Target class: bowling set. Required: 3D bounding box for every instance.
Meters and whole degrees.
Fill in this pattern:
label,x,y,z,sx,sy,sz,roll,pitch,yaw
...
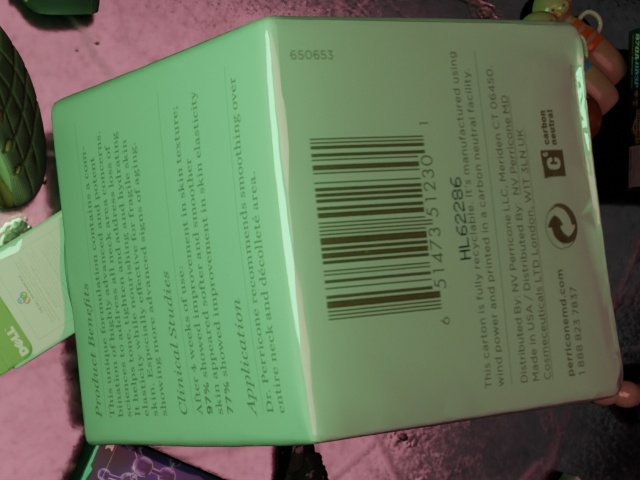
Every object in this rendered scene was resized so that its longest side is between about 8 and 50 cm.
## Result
label,x,y,z,sx,sy,sz,roll,pitch,yaw
bowling set,0.209,-0.162,1.609,0.287,0.200,0.154,-45,95,-15

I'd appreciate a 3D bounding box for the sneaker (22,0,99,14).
label,x,y,z,sx,sy,sz,roll,pitch,yaw
sneaker,-0.315,-0.291,1.553,0.222,0.083,0.118,14,114,5

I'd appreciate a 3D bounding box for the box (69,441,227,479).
label,x,y,z,sx,sy,sz,roll,pitch,yaw
box,-0.186,0.334,1.538,0.184,0.103,0.261,24,82,-8

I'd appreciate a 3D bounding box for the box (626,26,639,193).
label,x,y,z,sx,sy,sz,roll,pitch,yaw
box,0.428,-0.131,1.700,0.220,0.051,0.175,4,86,-27

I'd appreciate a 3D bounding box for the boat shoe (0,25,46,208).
label,x,y,z,sx,sy,sz,roll,pitch,yaw
boat shoe,-0.372,-0.174,1.528,0.116,0.123,0.324,-21,102,20

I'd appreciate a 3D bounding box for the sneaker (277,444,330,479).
label,x,y,z,sx,sy,sz,roll,pitch,yaw
sneaker,0.000,0.262,1.610,0.089,0.051,0.170,9,90,-12

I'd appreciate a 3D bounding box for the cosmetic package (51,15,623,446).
label,x,y,z,sx,sy,sz,roll,pitch,yaw
cosmetic package,0.000,0.000,1.404,0.327,0.393,0.330,-5,88,-34

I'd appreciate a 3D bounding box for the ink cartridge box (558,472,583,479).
label,x,y,z,sx,sy,sz,roll,pitch,yaw
ink cartridge box,0.236,0.354,1.657,0.097,0.046,0.207,40,80,-6

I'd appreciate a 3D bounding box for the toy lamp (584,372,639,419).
label,x,y,z,sx,sy,sz,roll,pitch,yaw
toy lamp,0.230,0.152,1.651,0.274,0.080,0.080,6,86,-11

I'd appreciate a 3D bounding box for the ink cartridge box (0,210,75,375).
label,x,y,z,sx,sy,sz,roll,pitch,yaw
ink cartridge box,-0.284,0.054,1.548,0.209,0.062,0.109,-33,94,-12
